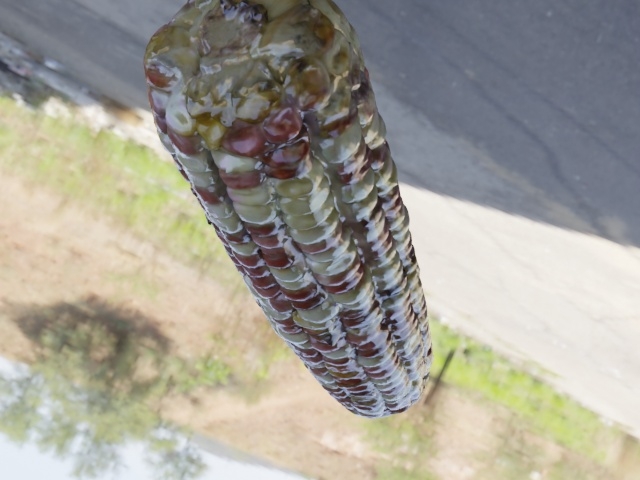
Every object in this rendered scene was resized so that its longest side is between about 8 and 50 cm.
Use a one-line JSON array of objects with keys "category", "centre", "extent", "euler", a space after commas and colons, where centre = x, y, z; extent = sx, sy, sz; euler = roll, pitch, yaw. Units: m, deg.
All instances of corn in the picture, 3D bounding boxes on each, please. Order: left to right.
[{"category": "corn", "centre": [0.000, 0.000, 0.412], "extent": [0.079, 0.079, 0.237], "euler": [21, 153, 28]}]
